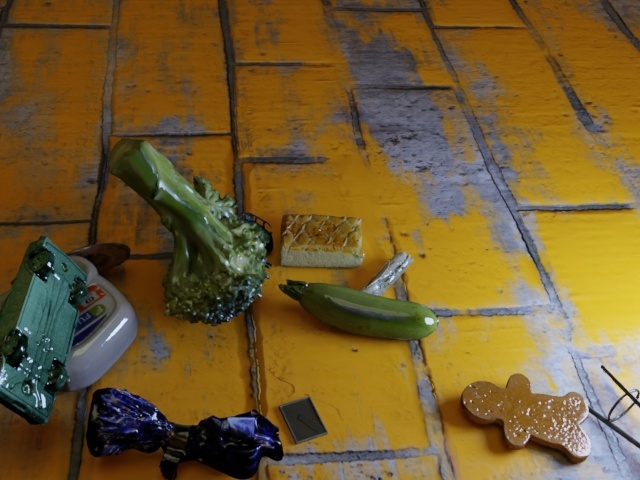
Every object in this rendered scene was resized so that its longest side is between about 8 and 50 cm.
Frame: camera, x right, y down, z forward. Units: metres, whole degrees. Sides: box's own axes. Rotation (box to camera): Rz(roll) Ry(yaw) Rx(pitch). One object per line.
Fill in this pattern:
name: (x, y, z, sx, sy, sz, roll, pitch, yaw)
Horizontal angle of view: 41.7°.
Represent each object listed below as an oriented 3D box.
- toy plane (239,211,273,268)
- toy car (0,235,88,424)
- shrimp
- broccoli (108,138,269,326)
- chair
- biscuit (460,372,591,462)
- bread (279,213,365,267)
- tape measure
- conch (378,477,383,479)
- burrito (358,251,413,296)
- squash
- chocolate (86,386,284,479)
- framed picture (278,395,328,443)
toy plane: (-0.190, -0.019, 1.905, 0.235, 0.060, 0.096, 28, 61, 17)
toy car: (-0.501, 0.151, 1.466, 0.097, 0.141, 0.321, -16, 47, 21)
shrimp: (-0.519, 0.049, 1.741, 0.251, 0.143, 0.052, -21, 71, -12)
broccoli: (-0.253, -0.001, 1.653, 0.275, 0.397, 0.353, -43, 65, -8)
chair: (0.601, 0.336, 1.581, 0.104, 0.095, 0.221, -29, 53, -17)
biscuit: (0.389, 0.332, 1.605, 0.250, 0.036, 0.165, 12, 46, 3)
bread: (0.001, 0.000, 1.891, 0.188, 0.068, 0.125, 2, 43, -4)
tape measure: (-0.508, 0.168, 1.618, 0.265, 0.130, 0.258, 37, 54, 22)
conch: (0.065, 0.460, 1.412, 0.105, 0.079, 0.170, 17, 28, 3)
burrito: (0.139, 0.086, 1.831, 0.041, 0.045, 0.185, 11, 41, 37)
squash: (0.074, 0.147, 1.729, 0.340, 0.094, 0.094, 13, 43, 2)
chocolate: (-0.233, 0.348, 1.471, 0.343, 0.126, 0.148, 11, 82, 2)
framed picture: (-0.032, 0.336, 1.575, 0.066, 0.007, 0.089, -14, 47, -21)
